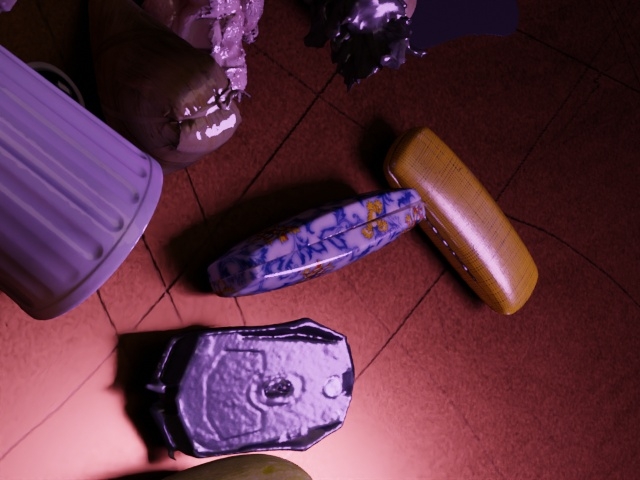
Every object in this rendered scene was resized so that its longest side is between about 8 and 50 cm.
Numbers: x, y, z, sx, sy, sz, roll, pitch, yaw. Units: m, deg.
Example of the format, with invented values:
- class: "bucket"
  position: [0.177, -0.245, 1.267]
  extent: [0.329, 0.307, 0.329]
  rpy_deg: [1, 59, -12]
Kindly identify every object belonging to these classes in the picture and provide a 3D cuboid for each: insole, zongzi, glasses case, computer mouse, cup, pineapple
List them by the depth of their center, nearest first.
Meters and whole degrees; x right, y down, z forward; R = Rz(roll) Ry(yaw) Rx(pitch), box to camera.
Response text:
- class: "cup"
  position: [-0.263, -0.066, 1.449]
  extent: [0.202, 0.221, 0.167]
  rpy_deg: [41, 92, -27]
- class: "zongzi"
  position: [-0.147, -0.158, 1.532]
  extent: [0.099, 0.194, 0.197]
  rpy_deg: [-20, 93, -22]
- class: "computer mouse"
  position: [-0.067, 0.133, 1.627]
  extent: [0.231, 0.071, 0.126]
  rpy_deg: [-5, 100, -33]
- class: "pineapple"
  position: [-0.007, -0.319, 1.639]
  extent: [0.202, 0.202, 0.362]
  rpy_deg: [-19, 82, -43]
- class: "glasses case"
  position: [0.000, 0.000, 1.696]
  extent: [0.248, 0.087, 0.065]
  rpy_deg: [-20, 92, -43]
- class: "glasses case"
  position: [0.149, -0.021, 1.851]
  extent: [0.234, 0.064, 0.079]
  rpy_deg: [50, 55, -24]
- class: "insole"
  position: [0.141, -0.252, 1.927]
  extent: [0.232, 0.003, 0.080]
  rpy_deg: [-10, 90, -43]

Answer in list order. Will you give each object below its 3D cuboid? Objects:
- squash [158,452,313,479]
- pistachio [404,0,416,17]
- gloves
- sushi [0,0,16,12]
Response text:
- class: "squash"
  position: [-0.097, 0.262, 1.535]
  extent: [0.247, 0.132, 0.133]
  rpy_deg: [-18, 95, -44]
- class: "pistachio"
  position: [0.042, -0.285, 1.776]
  extent: [0.126, 0.108, 0.186]
  rpy_deg: [4, 73, -61]
- class: "gloves"
  position: [-0.102, -0.203, 1.635]
  extent: [0.094, 0.110, 0.144]
  rpy_deg: [-4, 114, -50]
- class: "sushi"
  position: [-0.393, -0.227, 1.170]
  extent: [0.417, 0.417, 0.176]
  rpy_deg: [63, 28, -14]
